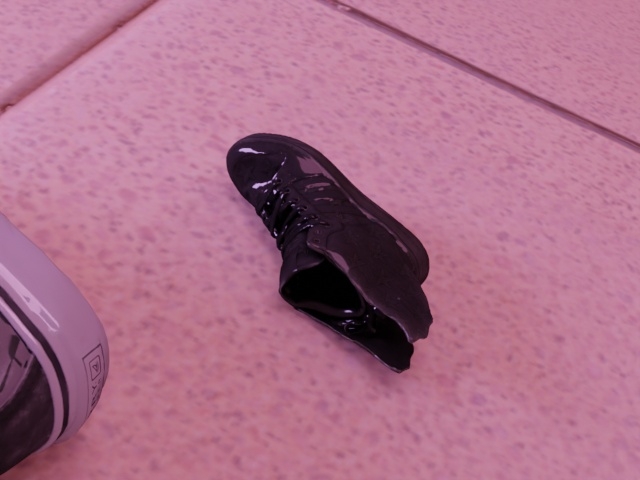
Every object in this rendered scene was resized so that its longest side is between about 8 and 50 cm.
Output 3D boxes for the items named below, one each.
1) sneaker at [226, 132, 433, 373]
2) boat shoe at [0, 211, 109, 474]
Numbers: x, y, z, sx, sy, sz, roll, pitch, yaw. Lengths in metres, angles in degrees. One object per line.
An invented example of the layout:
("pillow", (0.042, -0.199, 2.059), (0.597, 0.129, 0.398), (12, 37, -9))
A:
("sneaker", (-0.001, 0.002, 0.701), (0.170, 0.051, 0.089), (36, 34, 14))
("boat shoe", (-0.246, -0.015, 0.538), (0.335, 0.121, 0.119), (34, 33, 13))
